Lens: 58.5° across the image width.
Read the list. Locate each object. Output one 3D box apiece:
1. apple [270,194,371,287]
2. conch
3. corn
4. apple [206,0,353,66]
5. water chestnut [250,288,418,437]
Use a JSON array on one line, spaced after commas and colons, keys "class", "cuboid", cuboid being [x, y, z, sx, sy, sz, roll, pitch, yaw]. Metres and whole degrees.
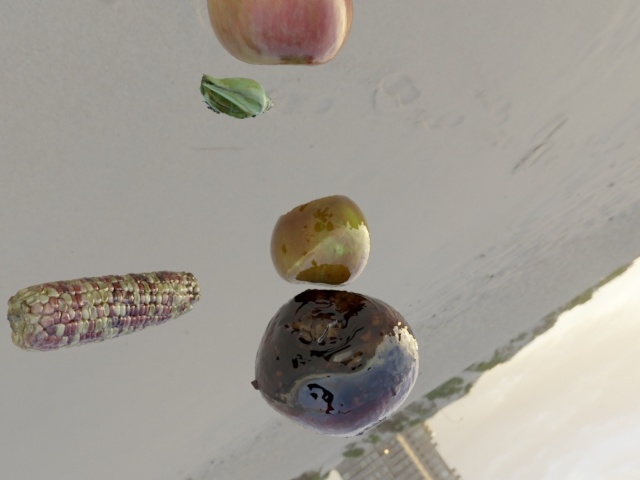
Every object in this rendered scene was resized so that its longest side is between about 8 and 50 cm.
[{"class": "apple", "cuboid": [0.000, 0.000, 1.294, 0.237, 0.207, 0.237, 3, 170, 0]}, {"class": "conch", "cuboid": [-0.182, -0.323, 1.301, 0.200, 0.079, 0.095, -1, 125, -31]}, {"class": "corn", "cuboid": [-0.306, 0.095, 0.849, 0.290, 0.098, 0.098, -8, 151, -51]}, {"class": "apple", "cuboid": [-0.059, -0.335, 0.809, 0.209, 0.209, 0.164, -22, 123, -46]}, {"class": "water chestnut", "cuboid": [0.028, 0.270, 1.203, 0.350, 0.350, 0.302, -28, 125, -30]}]
